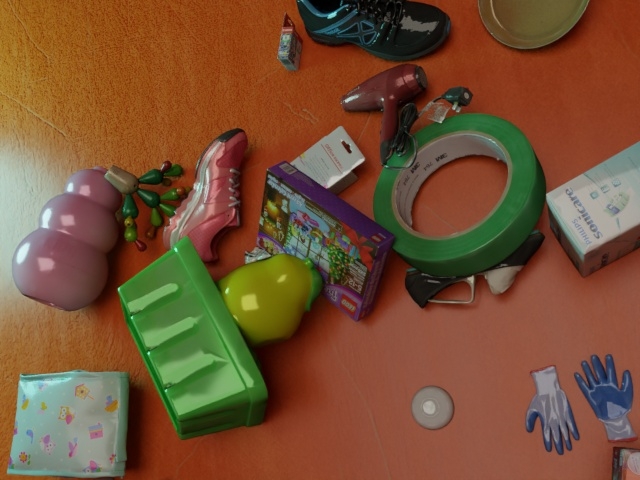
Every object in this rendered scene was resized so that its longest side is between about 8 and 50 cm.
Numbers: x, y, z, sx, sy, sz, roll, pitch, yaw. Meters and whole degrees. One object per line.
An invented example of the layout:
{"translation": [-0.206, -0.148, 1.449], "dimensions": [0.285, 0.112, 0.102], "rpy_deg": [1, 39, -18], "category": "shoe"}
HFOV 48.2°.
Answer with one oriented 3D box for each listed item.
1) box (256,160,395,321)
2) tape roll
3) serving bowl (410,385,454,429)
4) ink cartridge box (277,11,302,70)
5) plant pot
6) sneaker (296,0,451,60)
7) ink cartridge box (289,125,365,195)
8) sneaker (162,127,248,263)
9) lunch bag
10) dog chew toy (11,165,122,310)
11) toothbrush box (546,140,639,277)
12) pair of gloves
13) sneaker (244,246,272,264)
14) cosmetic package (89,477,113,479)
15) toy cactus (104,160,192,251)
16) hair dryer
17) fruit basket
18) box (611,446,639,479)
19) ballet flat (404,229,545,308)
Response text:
{"translation": [0.000, 0.000, 1.419], "dimensions": [0.293, 0.201, 0.057], "rpy_deg": [36, 45, 27], "category": "box"}
{"translation": [0.258, -0.090, 1.359], "dimensions": [0.321, 0.077, 0.321], "rpy_deg": [-18, 54, 26], "category": "tape roll"}
{"translation": [0.210, 0.317, 1.357], "dimensions": [0.083, 0.027, 0.083], "rpy_deg": [-5, 75, 19], "category": "serving bowl"}
{"translation": [-0.065, -0.452, 1.624], "dimensions": [0.029, 0.063, 0.115], "rpy_deg": [4, 78, 21], "category": "ink cartridge box"}
{"translation": [0.432, -0.506, 1.440], "dimensions": [0.236, 0.032, 0.237], "rpy_deg": [5, 99, 37], "category": "plant pot"}
{"translation": [0.105, -0.473, 1.529], "dimensions": [0.340, 0.139, 0.125], "rpy_deg": [10, 78, 20], "category": "sneaker"}
{"translation": [0.006, -0.146, 1.524], "dimensions": [0.181, 0.061, 0.104], "rpy_deg": [-36, 69, 8], "category": "ink cartridge box"}
{"translation": [-0.218, -0.091, 1.579], "dimensions": [0.136, 0.116, 0.314], "rpy_deg": [28, 94, 13], "category": "sneaker"}
{"translation": [-0.511, 0.389, 1.522], "dimensions": [0.262, 0.160, 0.224], "rpy_deg": [-6, 74, 24], "category": "lunch bag"}
{"translation": [-0.553, -0.013, 1.620], "dimensions": [0.206, 0.206, 0.332], "rpy_deg": [13, 74, 22], "category": "dog chew toy"}
{"translation": [0.552, -0.075, 1.234], "dimensions": [0.295, 0.216, 0.126], "rpy_deg": [-29, 69, 10], "category": "toothbrush box"}
{"translation": [0.461, 0.293, 1.279], "dimensions": [0.198, 0.023, 0.159], "rpy_deg": [-15, 72, 15], "category": "pair of gloves"}
{"translation": [-0.128, 0.028, 1.544], "dimensions": [0.083, 0.032, 0.037], "rpy_deg": [-15, 73, 15], "category": "sneaker"}
{"translation": [-0.554, 0.582, 1.512], "dimensions": [0.231, 0.117, 0.086], "rpy_deg": [-23, 70, 11], "category": "cosmetic package"}
{"translation": [-0.400, -0.103, 1.609], "dimensions": [0.180, 0.112, 0.219], "rpy_deg": [35, 78, -16], "category": "toy cactus"}
{"translation": [0.141, -0.271, 1.457], "dimensions": [0.223, 0.080, 0.293], "rpy_deg": [-45, 39, -10], "category": "hair dryer"}
{"translation": [-0.174, 0.166, 1.423], "dimensions": [0.391, 0.283, 0.392], "rpy_deg": [4, 61, -7], "category": "fruit basket"}
{"translation": [0.522, 0.390, 1.106], "dimensions": [0.128, 0.257, 0.123], "rpy_deg": [3, 76, 20], "category": "box"}
{"translation": [0.299, 0.065, 1.362], "dimensions": [0.280, 0.095, 0.096], "rpy_deg": [-19, 81, 24], "category": "ballet flat"}
